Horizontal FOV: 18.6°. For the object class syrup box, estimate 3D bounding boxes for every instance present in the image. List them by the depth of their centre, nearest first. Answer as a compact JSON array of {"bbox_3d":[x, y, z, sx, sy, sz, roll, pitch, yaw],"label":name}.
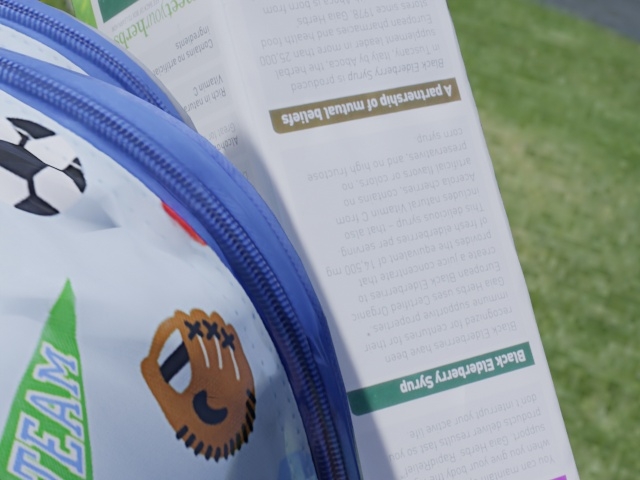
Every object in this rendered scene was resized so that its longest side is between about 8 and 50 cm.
[{"bbox_3d":[0.000,0.000,0.672,0.096,0.237,0.093,-12,-5,-35],"label":"syrup box"}]

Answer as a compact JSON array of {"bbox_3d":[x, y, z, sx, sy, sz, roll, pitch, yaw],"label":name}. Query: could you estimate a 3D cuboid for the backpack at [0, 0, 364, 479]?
[{"bbox_3d":[-0.119,0.061,0.432,0.263,0.276,0.213,16,42,27],"label":"backpack"}]
